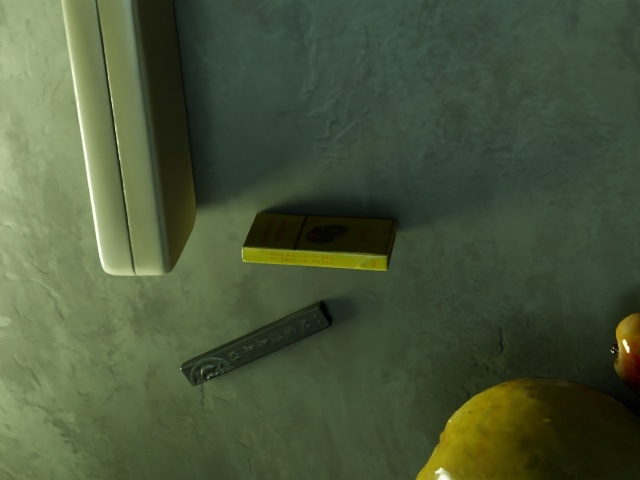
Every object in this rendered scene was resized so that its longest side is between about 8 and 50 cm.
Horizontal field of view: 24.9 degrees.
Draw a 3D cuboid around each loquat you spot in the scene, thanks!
[{"bbox_3d":[0.244,0.284,1.534,0.284,0.276,0.276,32,130,44],"label":"loquat"}]

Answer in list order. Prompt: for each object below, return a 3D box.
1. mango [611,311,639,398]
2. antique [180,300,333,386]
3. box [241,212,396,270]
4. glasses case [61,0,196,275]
[{"bbox_3d":[0.430,0.159,1.543,0.267,0.111,0.133,34,106,-14],"label":"mango"},{"bbox_3d":[-0.074,0.119,1.655,0.192,0.015,0.031,-25,111,20],"label":"antique"},{"bbox_3d":[0.000,0.000,1.541,0.155,0.087,0.023,3,114,8],"label":"box"},{"bbox_3d":[-0.191,-0.138,1.469,0.076,0.144,0.336,1,116,9],"label":"glasses case"}]
